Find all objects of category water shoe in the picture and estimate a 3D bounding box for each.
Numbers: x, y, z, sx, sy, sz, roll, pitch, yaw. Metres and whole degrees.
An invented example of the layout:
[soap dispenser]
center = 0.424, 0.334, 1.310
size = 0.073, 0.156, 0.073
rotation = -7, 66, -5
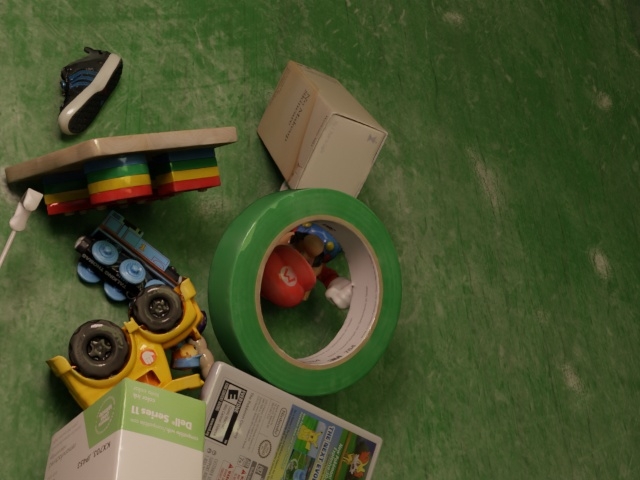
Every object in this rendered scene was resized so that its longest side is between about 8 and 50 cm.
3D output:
[water shoe]
center = -0.403, -0.249, 1.531
size = 0.080, 0.073, 0.203
rotation = 21, 43, 1

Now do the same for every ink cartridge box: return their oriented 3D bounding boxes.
[ink cartridge box]
center = -0.240, 0.364, 1.046
size = 0.119, 0.207, 0.353
rotation = 25, 45, -30

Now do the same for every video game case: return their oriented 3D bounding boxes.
[video game case]
center = -0.082, 0.383, 1.312
size = 0.300, 0.036, 0.329
rotation = 29, 66, -20

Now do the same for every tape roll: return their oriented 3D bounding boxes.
[tape roll]
center = -0.018, 0.078, 1.429
size = 0.321, 0.077, 0.321
rotation = 0, 90, -34

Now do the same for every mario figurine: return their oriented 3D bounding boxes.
[mario figurine]
center = 0.000, 0.000, 1.593
size = 0.198, 0.170, 0.320
rotation = 14, 32, 20

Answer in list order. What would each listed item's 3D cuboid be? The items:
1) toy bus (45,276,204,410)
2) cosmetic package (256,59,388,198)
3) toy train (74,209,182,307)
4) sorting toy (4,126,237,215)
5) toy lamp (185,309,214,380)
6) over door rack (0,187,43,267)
[toy bus]
center = -0.236, 0.183, 1.276
size = 0.220, 0.149, 0.211
rotation = -33, 90, -18
[cosmetic package]
center = -0.006, -0.192, 1.631
size = 0.113, 0.160, 0.309
rotation = 19, 18, -23
[toy train]
center = -0.289, 0.042, 1.412
size = 0.184, 0.080, 0.105
rotation = 38, 40, -12
[sorting toy]
center = -0.295, -0.097, 1.386
size = 0.255, 0.257, 0.089
rotation = -12, 93, -45
[toy lamp]
center = -0.145, 0.241, 1.393
size = 0.080, 0.080, 0.274
rotation = -19, 76, -44
[over door rack]
center = -0.533, 0.038, 1.165
size = 0.239, 0.108, 0.324
rotation = 27, 73, -22
